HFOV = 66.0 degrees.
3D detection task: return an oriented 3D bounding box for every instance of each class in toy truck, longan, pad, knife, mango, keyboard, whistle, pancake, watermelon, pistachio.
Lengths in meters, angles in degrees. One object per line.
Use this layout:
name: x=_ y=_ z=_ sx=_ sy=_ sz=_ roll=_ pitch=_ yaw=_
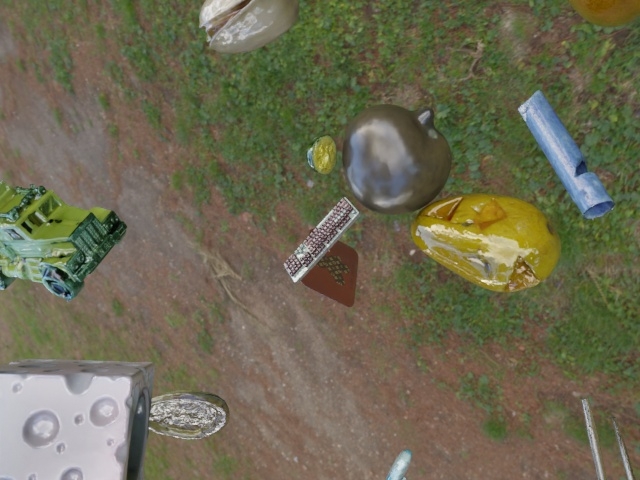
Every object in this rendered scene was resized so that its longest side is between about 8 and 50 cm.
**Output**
toy truck: x=-0.398 y=-0.014 z=0.647 sx=0.259 sy=0.128 sz=0.135 roll=8 pitch=137 yaw=19
longan: x=0.193 y=-0.216 z=1.281 sx=0.300 sy=0.243 sz=0.300 roll=-2 pitch=118 yaw=-4
pad: x=0.030 y=0.073 z=1.447 sx=0.181 sy=0.267 sz=0.004 roll=28 pitch=125 yaw=-13
knife: x=0.131 y=0.450 z=0.897 sx=0.031 sy=0.064 sz=0.222 roll=28 pitch=133 yaw=22
mango: x=0.443 y=-0.426 z=0.762 sx=0.139 sy=0.254 sz=0.176 roll=-39 pitch=46 yaw=28
mango: x=0.408 y=-0.003 z=1.247 sx=0.364 sy=0.253 sz=0.182 roll=12 pitch=144 yaw=27
keyboard: x=0.000 y=0.000 z=0.851 sx=0.166 sy=0.017 sz=0.055 roll=-48 pitch=49 yaw=11
whistle: x=0.479 y=-0.179 z=0.984 sx=0.062 sy=0.062 sz=0.304 roll=123 pitch=141 yaw=-48
pancake: x=-0.351 y=0.446 z=1.257 sx=0.249 sy=0.031 sz=0.250 roll=-3 pitch=136 yaw=-3
watermelon: x=-0.004 y=-0.227 z=1.304 sx=0.062 sy=0.105 sz=0.106 roll=9 pitch=122 yaw=37
pistachio: x=-0.101 y=-0.321 z=0.689 sx=0.149 sy=0.113 sz=0.113 roll=-33 pitch=91 yaw=13

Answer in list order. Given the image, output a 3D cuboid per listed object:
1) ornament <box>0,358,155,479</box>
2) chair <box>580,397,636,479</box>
ornament: x=-0.415 y=0.325 z=0.799 sx=0.239 sy=0.239 sz=0.240 roll=138 pitch=135 yaw=-77
chair: x=0.531 y=0.375 z=0.739 sx=0.166 sy=0.272 sz=0.188 roll=31 pitch=138 yaw=-35
